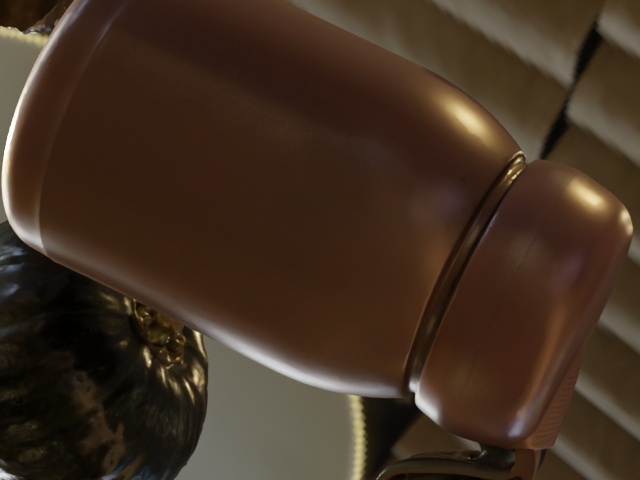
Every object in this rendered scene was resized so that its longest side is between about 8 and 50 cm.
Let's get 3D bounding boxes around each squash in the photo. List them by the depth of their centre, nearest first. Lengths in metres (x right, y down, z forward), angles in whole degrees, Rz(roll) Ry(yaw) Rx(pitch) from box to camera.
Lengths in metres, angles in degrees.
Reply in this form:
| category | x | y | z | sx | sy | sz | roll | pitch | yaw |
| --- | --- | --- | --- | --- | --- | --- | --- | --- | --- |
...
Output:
| category | x | y | z | sx | sy | sz | roll | pitch | yaw |
| --- | --- | --- | --- | --- | --- | --- | --- | --- | --- |
| squash | -0.148 | 0.070 | 1.093 | 0.155 | 0.193 | 0.193 | 1 | -57 | 25 |

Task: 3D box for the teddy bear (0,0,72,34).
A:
| category | x | y | z | sx | sy | sz | roll | pitch | yaw |
| --- | --- | --- | --- | --- | --- | --- | --- | --- | --- |
| teddy bear | -0.358 | -0.221 | 1.482 | 0.296 | 0.246 | 0.222 | 37 | 0 | -7 |

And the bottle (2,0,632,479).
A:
| category | x | y | z | sx | sy | sz | roll | pitch | yaw |
| --- | --- | --- | --- | --- | --- | --- | --- | --- | --- |
| bottle | 0.000 | 0.000 | 0.914 | 0.296 | 0.173 | 0.206 | 26 | -78 | 11 |
